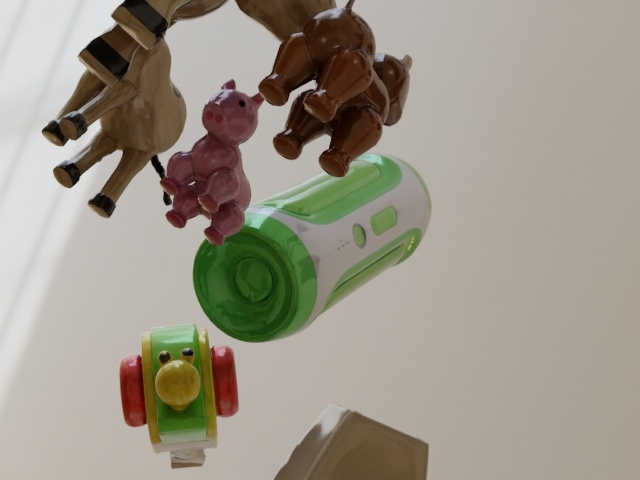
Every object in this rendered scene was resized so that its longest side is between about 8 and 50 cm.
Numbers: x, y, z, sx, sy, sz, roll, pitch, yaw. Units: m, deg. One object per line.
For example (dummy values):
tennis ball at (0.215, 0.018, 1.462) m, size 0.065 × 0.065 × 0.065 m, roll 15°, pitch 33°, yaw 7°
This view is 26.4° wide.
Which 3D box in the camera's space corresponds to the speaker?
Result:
speaker at (0.000, 0.000, 1.299) m, size 0.296 × 0.131 × 0.131 m, roll -30°, pitch 102°, yaw -58°

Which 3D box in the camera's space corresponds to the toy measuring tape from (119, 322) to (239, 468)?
toy measuring tape at (-0.138, 0.152, 1.346) m, size 0.330 × 0.121 × 0.121 m, roll 104°, pitch -30°, yaw -74°

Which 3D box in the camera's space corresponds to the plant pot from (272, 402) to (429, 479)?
plant pot at (0.029, 0.192, 1.110) m, size 0.096 × 0.109 × 0.109 m, roll -67°, pitch -169°, yaw -8°

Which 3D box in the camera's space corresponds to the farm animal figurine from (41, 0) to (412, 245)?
farm animal figurine at (-0.089, -0.164, 0.878) m, size 0.326 × 0.330 × 0.172 m, roll 52°, pitch 56°, yaw -28°
